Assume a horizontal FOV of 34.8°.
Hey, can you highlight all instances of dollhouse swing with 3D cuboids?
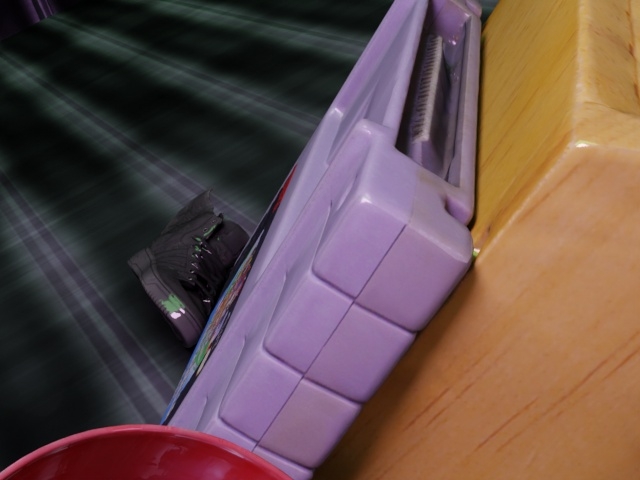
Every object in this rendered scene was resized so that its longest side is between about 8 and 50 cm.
[{"bbox_3d":[0.207,0.007,0.512,0.315,0.305,0.347,-57,7,34],"label":"dollhouse swing"}]

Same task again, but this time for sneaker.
[{"bbox_3d":[-0.088,0.015,0.742,0.089,0.051,0.170,-33,24,-10],"label":"sneaker"}]

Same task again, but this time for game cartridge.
[{"bbox_3d":[0.000,0.000,0.534,0.230,0.068,0.355,-52,9,26],"label":"game cartridge"}]

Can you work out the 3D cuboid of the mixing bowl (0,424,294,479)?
[{"bbox_3d":[-0.068,0.165,0.344,0.098,0.181,0.181,-42,9,41],"label":"mixing bowl"}]
